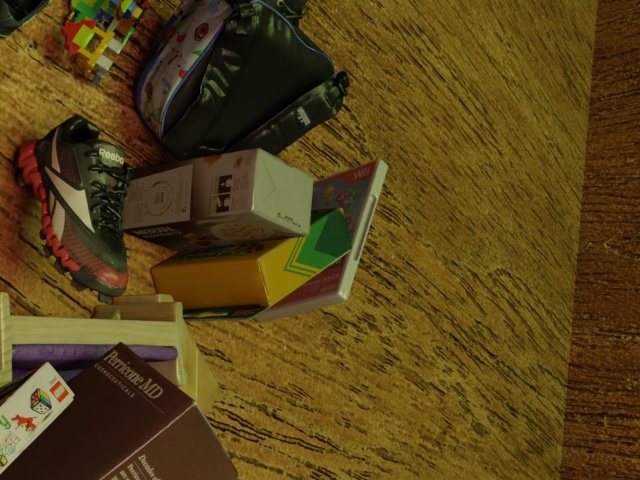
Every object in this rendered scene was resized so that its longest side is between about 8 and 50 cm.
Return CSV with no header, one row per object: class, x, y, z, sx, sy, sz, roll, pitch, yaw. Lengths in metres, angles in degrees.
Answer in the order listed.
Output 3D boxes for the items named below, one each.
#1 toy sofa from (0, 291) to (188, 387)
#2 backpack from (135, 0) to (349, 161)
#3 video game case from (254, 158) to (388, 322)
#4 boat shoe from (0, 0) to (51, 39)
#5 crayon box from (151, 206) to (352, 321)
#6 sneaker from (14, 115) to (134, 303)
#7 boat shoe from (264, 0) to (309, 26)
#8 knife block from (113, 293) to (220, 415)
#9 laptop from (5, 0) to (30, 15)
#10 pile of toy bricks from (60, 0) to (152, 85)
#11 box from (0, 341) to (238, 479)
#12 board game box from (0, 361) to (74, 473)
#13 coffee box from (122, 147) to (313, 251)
toy sofa,-0.332,0.161,1.599,0.362,0.150,0.177,9,77,-59
backpack,-0.144,-0.233,1.886,0.276,0.213,0.263,37,91,-41
video game case,0.000,0.000,2.134,0.025,0.204,0.285,42,50,-30
boat shoe,-0.375,-0.357,1.663,0.095,0.079,0.254,63,37,-30
crayon box,-0.113,0.037,1.936,0.318,0.202,0.081,-35,115,-57
sneaker,-0.293,-0.051,1.598,0.097,0.135,0.276,27,28,-52
boat shoe,-0.072,-0.424,2.154,0.127,0.113,0.340,-10,94,-60
knife block,-0.249,0.245,1.787,0.242,0.088,0.275,-59,135,-46
laptop,-0.434,-0.429,1.515,0.136,0.264,0.234,-47,136,-4
pile of toy bricks,-0.308,-0.324,1.777,0.105,0.118,0.212,33,63,-12
box,-0.304,0.303,1.418,0.381,0.191,0.143,-37,126,-21
board game box,-0.409,0.242,1.307,0.053,0.305,0.193,54,38,-11
coffee box,-0.152,-0.055,1.832,0.141,0.246,0.098,26,64,-53
